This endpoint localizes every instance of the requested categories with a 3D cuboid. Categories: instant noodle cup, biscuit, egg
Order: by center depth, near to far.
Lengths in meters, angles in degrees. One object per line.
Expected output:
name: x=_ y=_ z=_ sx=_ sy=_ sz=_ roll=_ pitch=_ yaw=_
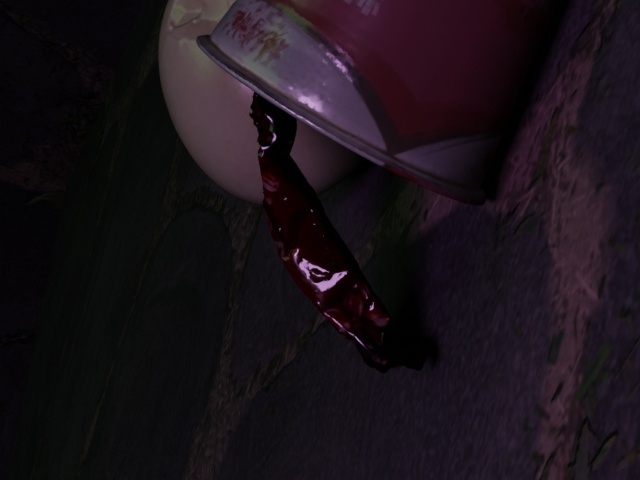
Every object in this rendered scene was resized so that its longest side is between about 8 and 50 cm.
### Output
instant noodle cup: x=0.054 y=-0.156 z=1.132 sx=0.178 sy=0.234 sz=0.235 roll=-61 pitch=17 yaw=10
biscuit: x=0.001 y=0.000 z=1.195 sx=0.063 sy=0.235 sz=0.151 roll=-29 pitch=8 yaw=1
egg: x=-0.033 y=-0.166 z=1.431 sx=0.219 sy=0.219 sz=0.269 roll=156 pitch=128 yaw=-70
